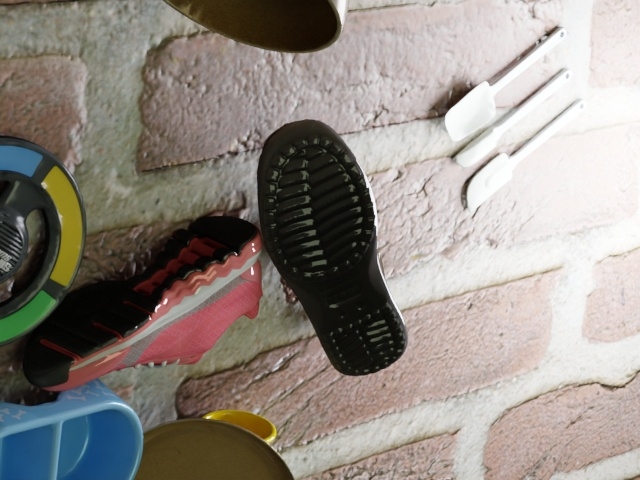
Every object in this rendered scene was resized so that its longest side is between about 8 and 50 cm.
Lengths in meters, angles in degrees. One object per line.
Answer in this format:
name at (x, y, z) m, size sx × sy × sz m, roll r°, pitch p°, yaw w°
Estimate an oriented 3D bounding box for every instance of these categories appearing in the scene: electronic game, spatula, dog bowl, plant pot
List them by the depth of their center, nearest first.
electronic game at (-0.339, 0.005, 1.652) m, size 0.229 × 0.048 × 0.229 m, roll -18°, pitch 119°, yaw -36°
plant pot at (-0.045, -0.361, 1.666) m, size 0.237 × 0.237 × 0.254 m, roll 41°, pitch 64°, yaw -43°
dog bowl at (-0.305, 0.237, 1.722) m, size 0.297 × 0.074 × 0.166 m, roll -10°, pitch 112°, yaw -52°
plant pot at (-0.139, 0.306, 1.884) m, size 0.236 × 0.032 × 0.236 m, roll 0°, pitch 111°, yaw 1°
spatula at (0.260, -0.167, 2.130) m, size 0.242 × 0.019 × 0.168 m, roll -39°, pitch 128°, yaw -23°

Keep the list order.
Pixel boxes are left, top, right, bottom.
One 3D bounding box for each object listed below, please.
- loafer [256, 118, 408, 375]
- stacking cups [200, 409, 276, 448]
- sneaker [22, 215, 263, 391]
loafer at (0.000, 0.000, 1.908) m, size 0.133 × 0.130 × 0.366 m, roll -19°, pitch 128°, yaw -4°
stacking cups at (-0.114, 0.368, 1.966) m, size 0.096 × 0.096 × 0.316 m, roll -9°, pitch 113°, yaw -39°
sneaker at (-0.178, 0.100, 1.788) m, size 0.314 × 0.116 × 0.136 m, roll -32°, pitch 127°, yaw -28°
